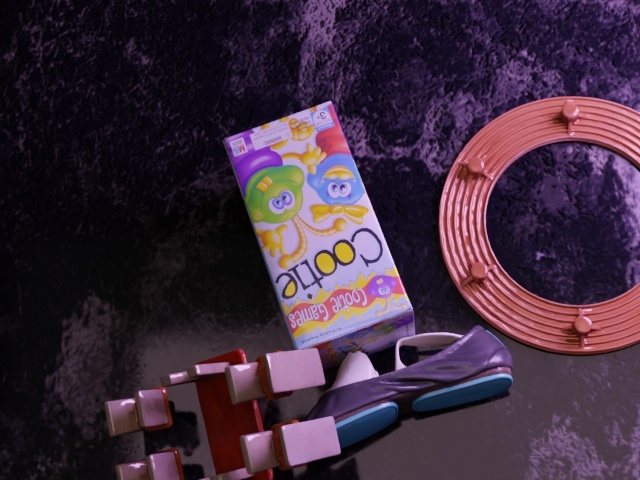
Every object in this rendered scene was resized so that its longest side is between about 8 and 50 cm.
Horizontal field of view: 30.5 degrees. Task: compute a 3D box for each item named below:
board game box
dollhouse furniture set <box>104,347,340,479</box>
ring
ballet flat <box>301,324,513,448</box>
[{"bbox_3d":[0.000,0.000,1.407,0.142,0.144,0.275,-20,71,-1],"label":"board game box"},{"bbox_3d":[-0.088,0.255,1.310,0.262,0.135,0.259,-20,78,37],"label":"dollhouse furniture set"},{"bbox_3d":[0.313,-0.027,1.441,0.336,0.032,0.336,-2,71,6],"label":"ring"},{"bbox_3d":[0.086,0.171,1.375,0.280,0.095,0.096,-17,60,-10],"label":"ballet flat"}]
